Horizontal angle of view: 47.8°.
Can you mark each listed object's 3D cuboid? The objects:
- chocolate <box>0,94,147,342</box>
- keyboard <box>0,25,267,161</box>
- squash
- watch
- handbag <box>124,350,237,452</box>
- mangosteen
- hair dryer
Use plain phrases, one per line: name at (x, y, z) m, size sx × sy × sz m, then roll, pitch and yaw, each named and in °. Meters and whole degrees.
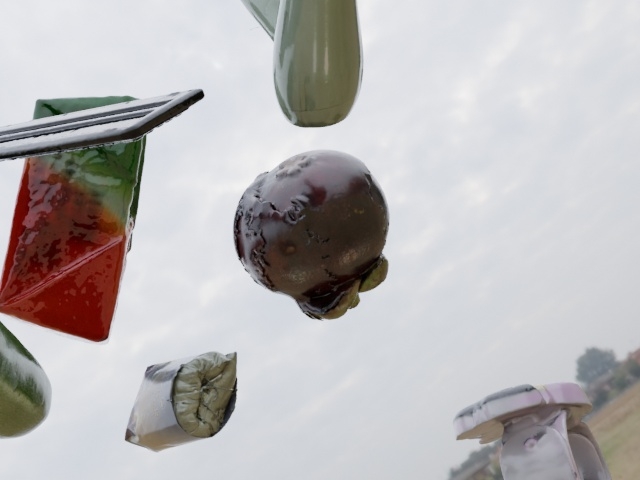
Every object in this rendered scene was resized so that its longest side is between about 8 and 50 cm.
chocolate at (-0.368, -0.018, 1.103) m, size 0.161 × 0.341 × 0.360 m, roll 10°, pitch -11°, yaw -15°
keyboard at (-0.178, -0.090, 0.541) m, size 0.381 × 0.041 × 0.103 m, roll -10°, pitch 23°, yaw 31°
squash at (-0.352, 0.134, 0.734) m, size 0.107 × 0.107 × 0.395 m, roll -29°, pitch -18°, yaw -16°
watch at (0.325, 0.343, 1.081) m, size 0.196 × 0.231 × 0.244 m, roll -26°, pitch -29°, yaw 27°
handbag at (-0.180, 0.204, 0.933) m, size 0.095 × 0.117 × 0.173 m, roll 30°, pitch -36°, yaw -32°
mangosteen at (0.000, 0.000, 0.749) m, size 0.166 × 0.180 × 0.166 m, roll -27°, pitch 20°, yaw 10°
hair dryer at (-0.043, -0.231, 0.593) m, size 0.075 × 0.237 × 0.206 m, roll -24°, pitch -36°, yaw -20°
